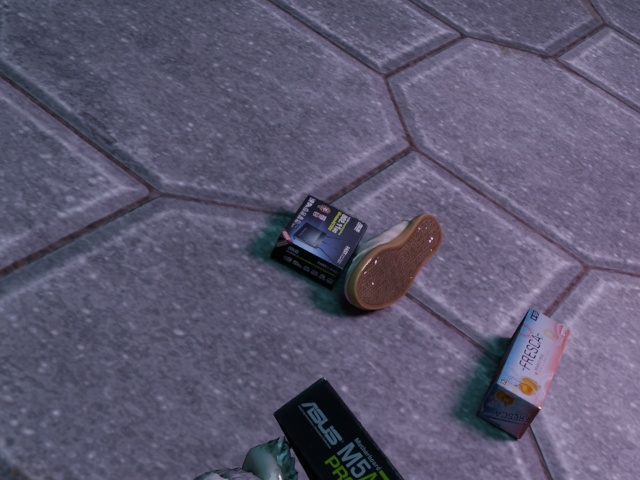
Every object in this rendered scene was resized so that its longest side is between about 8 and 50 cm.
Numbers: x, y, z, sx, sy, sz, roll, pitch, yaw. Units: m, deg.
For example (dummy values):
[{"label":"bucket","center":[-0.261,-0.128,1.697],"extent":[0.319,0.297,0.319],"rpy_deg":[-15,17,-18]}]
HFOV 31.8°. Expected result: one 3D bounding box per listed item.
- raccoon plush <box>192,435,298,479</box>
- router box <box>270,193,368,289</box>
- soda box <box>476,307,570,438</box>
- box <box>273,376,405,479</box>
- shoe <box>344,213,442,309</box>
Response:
[{"label":"raccoon plush","center":[-0.007,0.374,0.898],"extent":[0.446,0.216,0.299],"rpy_deg":[48,25,-3]},{"label":"router box","center":[0.000,0.000,1.459],"extent":[0.092,0.038,0.122],"rpy_deg":[28,35,3]},{"label":"soda box","center":[0.253,0.161,1.388],"extent":[0.063,0.058,0.183],"rpy_deg":[30,35,7]},{"label":"box","center":[0.072,0.274,1.006],"extent":[0.060,0.216,0.270],"rpy_deg":[-35,58,-9]},{"label":"shoe","center":[0.087,0.031,1.464],"extent":[0.219,0.058,0.077],"rpy_deg":[-36,110,-49]}]
